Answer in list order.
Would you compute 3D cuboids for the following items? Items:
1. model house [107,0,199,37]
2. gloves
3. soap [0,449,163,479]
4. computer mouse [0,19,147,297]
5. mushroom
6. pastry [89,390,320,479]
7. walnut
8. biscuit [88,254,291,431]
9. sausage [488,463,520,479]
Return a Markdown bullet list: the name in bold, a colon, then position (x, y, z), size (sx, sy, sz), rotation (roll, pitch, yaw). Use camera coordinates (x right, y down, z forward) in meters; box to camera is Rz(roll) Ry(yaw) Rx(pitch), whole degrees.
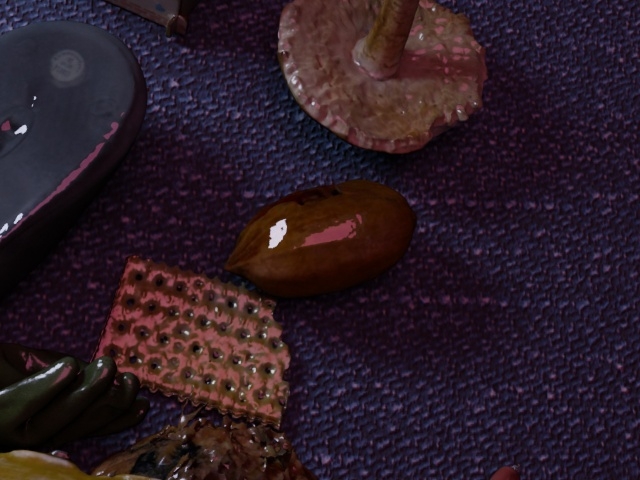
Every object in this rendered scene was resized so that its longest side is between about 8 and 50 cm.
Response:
- **model house**: position (-0.240, -0.381, 1.232), size (0.326, 0.244, 0.169), rotation (23, 70, -1)
- **gloves**: position (-0.291, 0.140, 1.102), size (0.268, 0.135, 0.107), rotation (6, 111, 8)
- **soap**: position (-0.209, 0.335, 0.908), size (0.293, 0.335, 0.156), rotation (15, 26, 5)
- **computer mouse**: position (-0.319, -0.057, 1.160), size (0.188, 0.122, 0.371), rotation (36, 67, 15)
- **mushroom**: position (0.057, -0.250, 1.232), size (0.208, 0.301, 0.233), rotation (14, 49, 29)
- **pastry**: position (-0.106, 0.280, 1.043), size (0.275, 0.193, 0.275), rotation (5, 69, -12)
- **walnut**: position (0.000, 0.000, 1.218), size (0.207, 0.116, 0.116), rotation (-18, 75, -10)
- **biscuit**: position (-0.120, 0.099, 1.201), size (0.203, 0.016, 0.144), rotation (16, 68, -5)
- **sausage**: position (0.133, 0.305, 1.171), size (0.029, 0.029, 0.223), rotation (41, 68, 5)
